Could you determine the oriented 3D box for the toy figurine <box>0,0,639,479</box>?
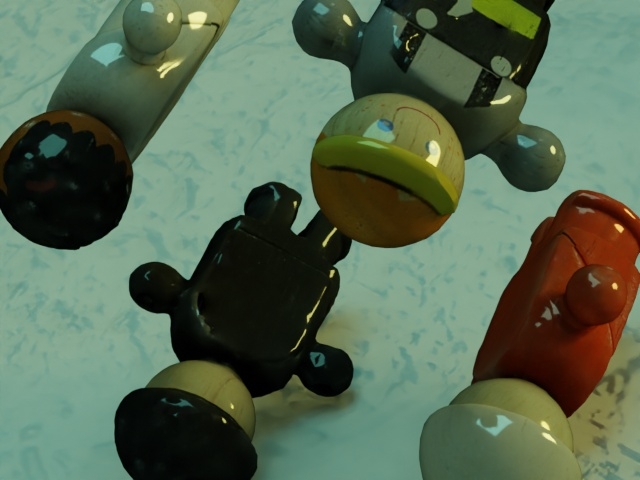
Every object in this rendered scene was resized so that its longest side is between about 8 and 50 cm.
[{"bbox_3d":[0.000,0.000,0.621,0.213,0.209,0.148,4,48,29],"label":"toy figurine"}]
